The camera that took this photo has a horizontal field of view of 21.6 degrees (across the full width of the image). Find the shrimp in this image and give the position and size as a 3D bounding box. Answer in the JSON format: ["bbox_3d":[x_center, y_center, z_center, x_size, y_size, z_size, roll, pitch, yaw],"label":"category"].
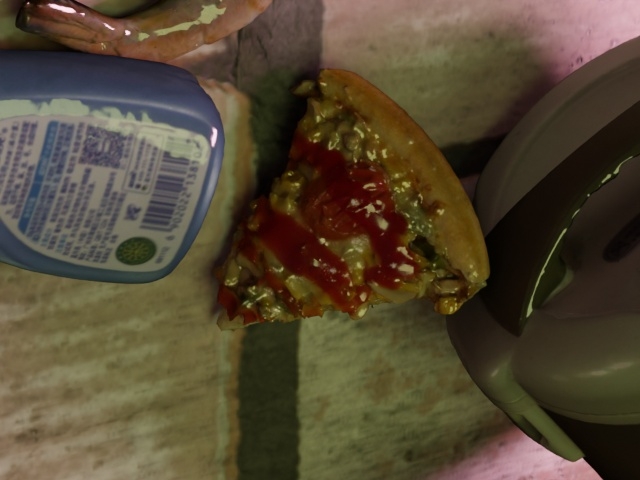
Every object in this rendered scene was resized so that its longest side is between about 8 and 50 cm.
[{"bbox_3d":[-0.126,-0.171,1.008,0.254,0.059,0.145,-14,128,-30],"label":"shrimp"}]

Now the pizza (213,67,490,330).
[{"bbox_3d":[0.000,0.000,1.121,0.199,0.188,0.062,-41,170,13],"label":"pizza"}]

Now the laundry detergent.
[{"bbox_3d":[-0.208,-0.053,0.994,0.290,0.094,0.143,8,125,-30],"label":"laundry detergent"}]

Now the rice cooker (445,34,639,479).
[{"bbox_3d":[0.275,0.030,1.171,0.335,0.335,0.325,-48,126,-3],"label":"rice cooker"}]
